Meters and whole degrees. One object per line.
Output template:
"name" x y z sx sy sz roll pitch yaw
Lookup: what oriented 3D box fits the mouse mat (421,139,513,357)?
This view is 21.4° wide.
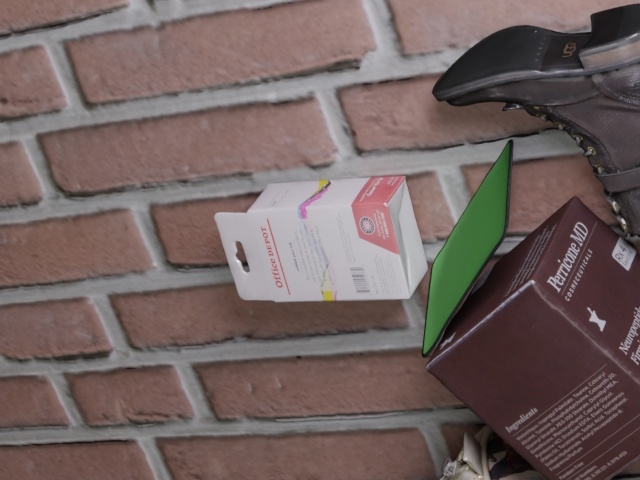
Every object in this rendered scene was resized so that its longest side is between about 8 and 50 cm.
"mouse mat" 0.143 0.008 1.644 0.007 0.152 0.189 21 130 -8

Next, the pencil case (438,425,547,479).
"pencil case" 0.131 0.353 1.862 0.184 0.160 0.410 34 129 -8

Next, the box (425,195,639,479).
"box" 0.248 0.106 1.643 0.203 0.168 0.167 42 129 -5

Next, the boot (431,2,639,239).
"boot" 0.252 -0.091 1.570 0.263 0.091 0.229 -8 125 37

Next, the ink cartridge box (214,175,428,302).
"ink cartridge box" 0.000 0.000 1.758 0.198 0.067 0.115 -2 119 25
